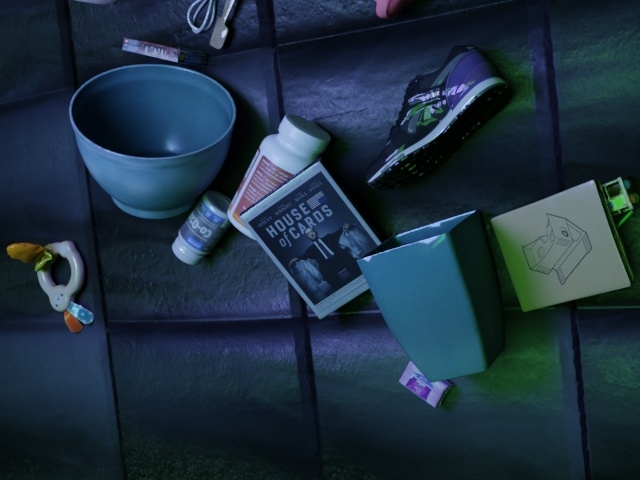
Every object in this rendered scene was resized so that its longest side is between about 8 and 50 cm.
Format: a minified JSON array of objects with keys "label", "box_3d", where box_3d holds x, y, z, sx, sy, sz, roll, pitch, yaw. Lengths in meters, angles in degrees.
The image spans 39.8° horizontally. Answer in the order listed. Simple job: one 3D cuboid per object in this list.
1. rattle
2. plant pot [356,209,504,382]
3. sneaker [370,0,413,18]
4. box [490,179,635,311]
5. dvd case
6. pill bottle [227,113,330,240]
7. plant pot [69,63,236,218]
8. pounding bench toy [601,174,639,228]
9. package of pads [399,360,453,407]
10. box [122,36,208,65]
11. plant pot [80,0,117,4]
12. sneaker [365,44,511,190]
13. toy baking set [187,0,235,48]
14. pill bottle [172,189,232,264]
[{"label":"rattle","box_3d":[-0.573,0.102,1.885,0.130,0.143,0.200,-8,86,11]},{"label":"plant pot","box_3d":[0.198,0.098,1.437,0.165,0.165,0.234,-17,96,30]},{"label":"sneaker","box_3d":[0.211,-0.438,1.386,0.314,0.116,0.136,-38,79,27]},{"label":"box","box_3d":[0.370,0.012,1.370,0.201,0.021,0.165,-23,86,48]},{"label":"dvd case","box_3d":[0.000,0.000,1.535,0.179,0.030,0.239,-34,105,17]},{"label":"pill bottle","box_3d":[-0.070,-0.110,1.580,0.121,0.121,0.216,38,113,20]},{"label":"plant pot","box_3d":[-0.308,-0.166,1.641,0.293,0.293,0.196,32,137,22]},{"label":"pounding bench toy","box_3d":[0.449,-0.050,1.335,0.065,0.052,0.083,-23,85,29]},{"label":"package of pads","box_3d":[0.182,0.248,1.533,0.083,0.032,0.050,34,110,22]},{"label":"box","box_3d":[-0.296,-0.362,1.692,0.137,0.094,0.027,18,104,27]},{"label":"plant pot","box_3d":[-0.419,-0.622,1.629,0.333,0.333,0.306,39,125,20]},{"label":"sneaker","box_3d":[0.174,-0.201,1.460,0.283,0.107,0.124,-40,62,23]},{"label":"toy baking set","box_3d":[-0.204,-0.500,1.664,0.196,0.030,0.256,-36,78,31]},{"label":"pill bottle","box_3d":[-0.224,-0.023,1.703,0.078,0.078,0.137,46,115,17]}]
